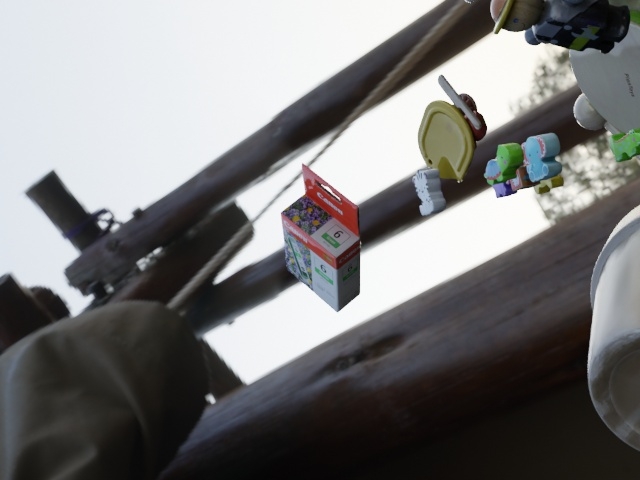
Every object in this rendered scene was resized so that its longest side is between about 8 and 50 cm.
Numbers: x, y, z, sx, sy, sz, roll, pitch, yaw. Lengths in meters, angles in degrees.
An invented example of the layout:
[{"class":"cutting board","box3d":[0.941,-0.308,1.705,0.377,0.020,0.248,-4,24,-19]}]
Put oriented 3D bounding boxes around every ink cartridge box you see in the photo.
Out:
[{"class":"ink cartridge box","box3d":[0.000,0.000,0.694,0.063,0.029,0.115,39,155,27]}]

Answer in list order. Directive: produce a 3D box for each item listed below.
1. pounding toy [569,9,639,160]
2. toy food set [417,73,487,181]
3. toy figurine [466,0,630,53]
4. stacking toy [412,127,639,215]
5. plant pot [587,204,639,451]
[{"class":"pounding toy","box3d":[0.404,-0.201,1.083,0.183,0.110,0.237,41,164,27]},{"class":"toy food set","box3d":[0.246,-0.196,1.595,0.128,0.071,0.218,51,156,20]},{"class":"toy figurine","box3d":[0.229,-0.303,0.889,0.148,0.213,0.210,12,-151,-10]},{"class":"stacking toy","box3d":[0.213,-0.081,0.941,0.221,0.166,0.052,153,105,-71]},{"class":"plant pot","box3d":[0.478,0.128,1.165,0.280,0.323,0.323,-37,-83,-46]}]
